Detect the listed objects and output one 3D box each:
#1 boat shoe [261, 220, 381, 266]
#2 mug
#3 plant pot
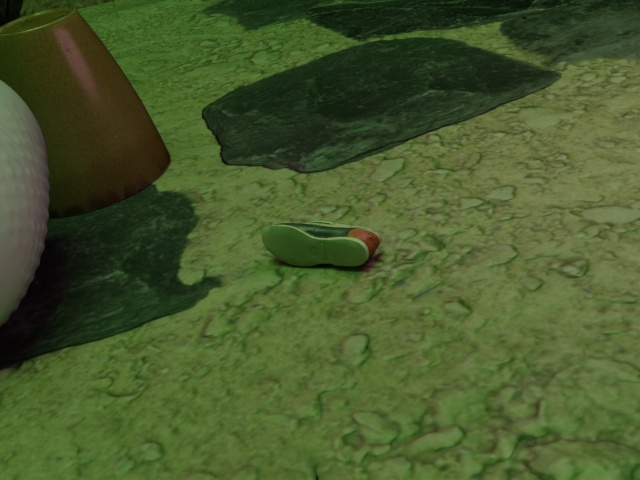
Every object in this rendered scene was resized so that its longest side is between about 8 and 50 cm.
[{"bbox_3d":[0.000,0.000,1.013,0.137,0.049,0.043,5,30,29],"label":"boat shoe"},{"bbox_3d":[-0.443,-0.065,1.008,0.276,0.374,0.328,-3,31,-15],"label":"mug"},{"bbox_3d":[-0.371,-0.201,1.347,0.237,0.254,0.237,-12,27,6],"label":"plant pot"}]
